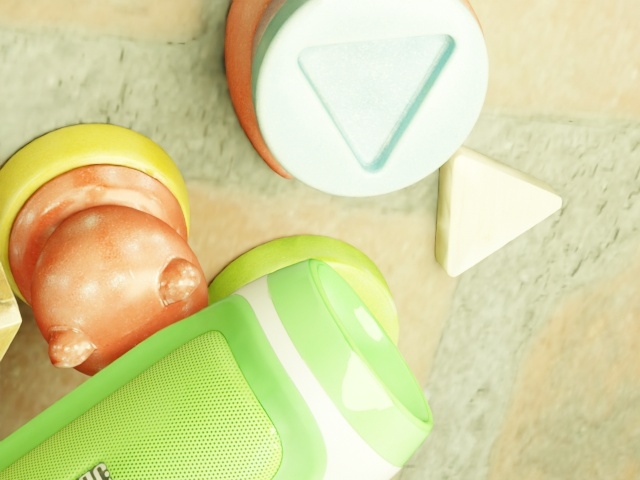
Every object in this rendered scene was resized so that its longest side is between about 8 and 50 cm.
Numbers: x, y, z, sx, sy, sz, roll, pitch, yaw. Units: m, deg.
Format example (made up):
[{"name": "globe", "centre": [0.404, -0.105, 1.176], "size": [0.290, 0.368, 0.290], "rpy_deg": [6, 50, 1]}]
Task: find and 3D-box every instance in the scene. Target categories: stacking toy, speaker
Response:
[{"name": "stacking toy", "centre": [0.000, 0.000, 1.028], "size": [0.309, 0.130, 0.279], "rpy_deg": [-42, 123, 7]}, {"name": "speaker", "centre": [-0.092, 0.135, 0.935], "size": [0.296, 0.131, 0.131], "rpy_deg": [-35, 124, 9]}]

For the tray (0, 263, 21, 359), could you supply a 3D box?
[{"name": "tray", "centre": [-0.289, 0.110, 0.854], "size": [0.203, 0.076, 0.411], "rpy_deg": [-16, 162, -28]}]
